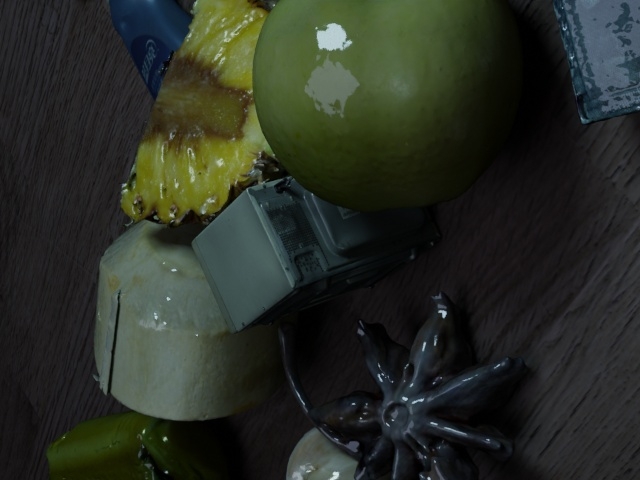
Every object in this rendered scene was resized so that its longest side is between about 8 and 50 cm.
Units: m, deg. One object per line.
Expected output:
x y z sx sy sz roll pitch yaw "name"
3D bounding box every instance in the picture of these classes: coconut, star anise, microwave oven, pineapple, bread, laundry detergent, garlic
-0.179 0.110 1.694 0.323 0.323 0.323 23 122 44 "coconut"
0.120 0.199 1.483 0.315 0.139 0.360 -31 65 22 "star anise"
0.000 0.000 1.466 0.194 0.240 0.145 -34 77 51 "microwave oven"
-0.059 -0.127 1.534 0.286 0.209 0.344 19 88 34 "pineapple"
-0.297 0.411 2.028 0.376 0.208 0.251 -20 82 52 "bread"
-0.240 -0.301 1.761 0.290 0.094 0.143 55 148 21 "laundry detergent"
0.044 0.381 1.607 0.281 0.203 0.184 69 160 -2 "garlic"

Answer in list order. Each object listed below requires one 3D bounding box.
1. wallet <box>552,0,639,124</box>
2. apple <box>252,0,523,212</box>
0.311 -0.296 1.101 0.237 0.075 0.342 -12 93 46 "wallet"
0.073 -0.168 1.275 0.292 0.292 0.254 18 129 46 "apple"
